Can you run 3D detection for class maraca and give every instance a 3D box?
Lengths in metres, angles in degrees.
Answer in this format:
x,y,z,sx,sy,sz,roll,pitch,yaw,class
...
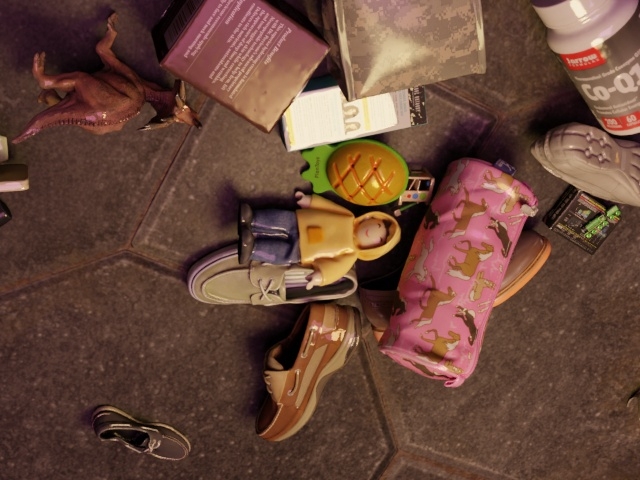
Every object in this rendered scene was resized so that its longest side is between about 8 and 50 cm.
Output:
x,y,z,sx,sy,sz,roll,pitch,yaw,class
0.058,-0.118,1.749,0.185,0.099,0.127,8,122,9,maraca

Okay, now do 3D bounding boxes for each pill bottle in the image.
x,y,z,sx,sy,sz,roll,pitch,yaw,class
0.473,-0.325,1.702,0.161,0.161,0.283,-39,120,8,pill bottle

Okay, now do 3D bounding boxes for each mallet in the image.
x,y,z,sx,sy,sz,roll,pitch,yaw,class
-0.577,-0.087,1.640,0.062,0.039,0.190,-38,116,3,mallet

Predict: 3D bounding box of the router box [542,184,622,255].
x,y,z,sx,sy,sz,roll,pitch,yaw,class
0.490,-0.039,1.929,0.122,0.038,0.092,29,108,-26,router box

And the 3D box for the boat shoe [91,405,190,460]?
x,y,z,sx,sy,sz,roll,pitch,yaw,class
-0.334,0.377,1.927,0.206,0.065,0.075,29,107,-26,boat shoe

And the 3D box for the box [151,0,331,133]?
x,y,z,sx,sy,sz,roll,pitch,yaw,class
-0.125,-0.302,1.560,0.203,0.167,0.168,31,106,-26,box

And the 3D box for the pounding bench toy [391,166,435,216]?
x,y,z,sx,sy,sz,roll,pitch,yaw,class
0.162,-0.082,1.816,0.065,0.052,0.083,1,117,-15,pounding bench toy

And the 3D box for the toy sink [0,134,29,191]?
x,y,z,sx,sy,sz,roll,pitch,yaw,class
-0.558,-0.145,1.530,0.234,0.153,0.131,-4,105,-15,toy sink

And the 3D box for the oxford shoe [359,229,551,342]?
x,y,z,sx,sy,sz,roll,pitch,yaw,class
0.244,0.059,1.873,0.363,0.130,0.133,-27,113,0,oxford shoe

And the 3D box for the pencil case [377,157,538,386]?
x,y,z,sx,sy,sz,roll,pitch,yaw,class
0.235,0.052,1.755,0.160,0.167,0.386,28,79,-26,pencil case

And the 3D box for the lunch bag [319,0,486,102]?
x,y,z,sx,sy,sz,roll,pitch,yaw,class
0.114,-0.386,1.577,0.235,0.169,0.287,-14,124,-7,lunch bag

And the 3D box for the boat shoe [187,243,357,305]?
x,y,z,sx,sy,sz,roll,pitch,yaw,class
-0.081,0.063,1.807,0.302,0.094,0.109,-8,119,-10,boat shoe

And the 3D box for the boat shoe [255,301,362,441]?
x,y,z,sx,sy,sz,roll,pitch,yaw,class
-0.048,0.229,1.878,0.120,0.123,0.324,20,118,-22,boat shoe

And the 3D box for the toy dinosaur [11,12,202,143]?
x,y,z,sx,sy,sz,roll,pitch,yaw,class
-0.308,-0.207,1.537,0.200,0.295,0.127,41,135,10,toy dinosaur

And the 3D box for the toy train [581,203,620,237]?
x,y,z,sx,sy,sz,roll,pitch,yaw,class
0.517,-0.036,1.905,0.083,0.017,0.024,-39,110,7,toy train

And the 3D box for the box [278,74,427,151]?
x,y,z,sx,sy,sz,roll,pitch,yaw,class
0.051,-0.225,1.707,0.244,0.060,0.101,-12,120,-8,box

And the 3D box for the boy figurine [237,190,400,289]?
x,y,z,sx,sy,sz,roll,pitch,yaw,class
0.000,0.000,1.758,0.285,0.177,0.092,3,154,-8,boy figurine

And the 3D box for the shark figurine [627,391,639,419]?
x,y,z,sx,sy,sz,roll,pitch,yaw,class
0.792,0.346,2.170,0.278,0.116,0.166,23,108,-26,shark figurine

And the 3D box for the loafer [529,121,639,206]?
x,y,z,sx,sy,sz,roll,pitch,yaw,class
0.509,-0.132,1.855,0.319,0.111,0.112,22,74,-35,loafer
